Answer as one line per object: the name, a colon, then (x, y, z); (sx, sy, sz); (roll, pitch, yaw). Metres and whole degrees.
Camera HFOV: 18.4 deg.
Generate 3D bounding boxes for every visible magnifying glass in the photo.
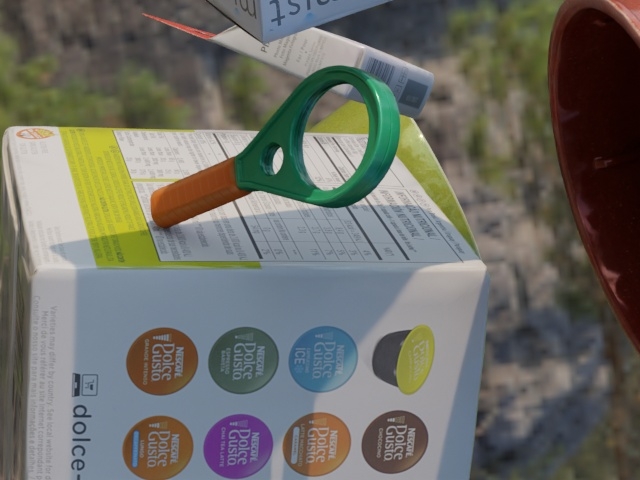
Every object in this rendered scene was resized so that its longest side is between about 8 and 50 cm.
magnifying glass: (-0.034, -0.051, 1.339); (0.026, 0.231, 0.092); (10, 68, -45)

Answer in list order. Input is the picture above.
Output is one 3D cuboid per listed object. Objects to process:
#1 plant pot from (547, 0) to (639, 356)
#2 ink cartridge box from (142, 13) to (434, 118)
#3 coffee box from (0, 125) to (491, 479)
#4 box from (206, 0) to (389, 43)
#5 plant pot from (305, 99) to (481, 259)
plant pot: (0.321, -0.064, 1.275); (0.272, 0.265, 0.272); (163, -90, -80)
ink cartridge box: (-0.027, -0.189, 1.910); (0.066, 0.232, 0.189); (-65, 158, 8)
coffee box: (-0.080, 0.118, 1.567); (0.338, 0.334, 0.338); (-122, -145, -67)
box: (0.036, -0.280, 1.239); (0.127, 0.262, 0.231); (41, -36, 47)
plant pot: (0.000, 0.000, 2.325); (0.275, 0.293, 0.275); (62, -5, 9)
